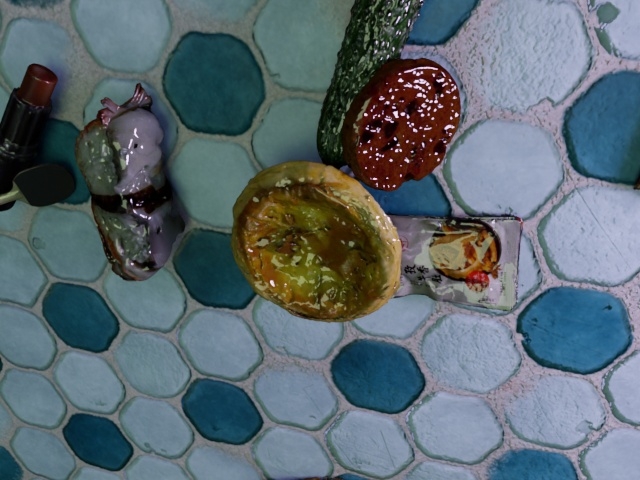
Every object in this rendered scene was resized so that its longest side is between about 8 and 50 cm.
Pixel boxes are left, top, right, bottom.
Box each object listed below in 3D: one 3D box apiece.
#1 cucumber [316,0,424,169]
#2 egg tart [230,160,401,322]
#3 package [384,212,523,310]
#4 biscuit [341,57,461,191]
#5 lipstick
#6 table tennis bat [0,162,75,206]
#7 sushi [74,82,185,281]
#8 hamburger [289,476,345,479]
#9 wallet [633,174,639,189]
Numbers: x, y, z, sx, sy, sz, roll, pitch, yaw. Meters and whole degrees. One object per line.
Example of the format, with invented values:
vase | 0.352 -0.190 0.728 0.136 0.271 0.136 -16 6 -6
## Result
cucumber | 0.073 -0.257 0.830 0.096 0.096 0.359 22 120 5
egg tart | 0.000 0.000 0.939 0.290 0.115 0.290 11 126 16
package | 0.194 0.032 0.957 0.239 0.030 0.154 3 109 17
biscuit | 0.113 -0.160 0.837 0.192 0.049 0.192 -15 124 -24
lipstick | -0.526 -0.174 1.037 0.081 0.081 0.299 37 119 -3
table tennis bat | -0.518 -0.089 1.065 0.156 0.013 0.087 -19 139 -9
sushi | -0.311 -0.085 0.996 0.130 0.124 0.332 3 116 26
hamburger | -0.039 0.595 1.182 0.309 0.211 0.132 -6 116 17
wallet | 0.500 -0.138 0.800 0.095 0.026 0.176 17 116 14
